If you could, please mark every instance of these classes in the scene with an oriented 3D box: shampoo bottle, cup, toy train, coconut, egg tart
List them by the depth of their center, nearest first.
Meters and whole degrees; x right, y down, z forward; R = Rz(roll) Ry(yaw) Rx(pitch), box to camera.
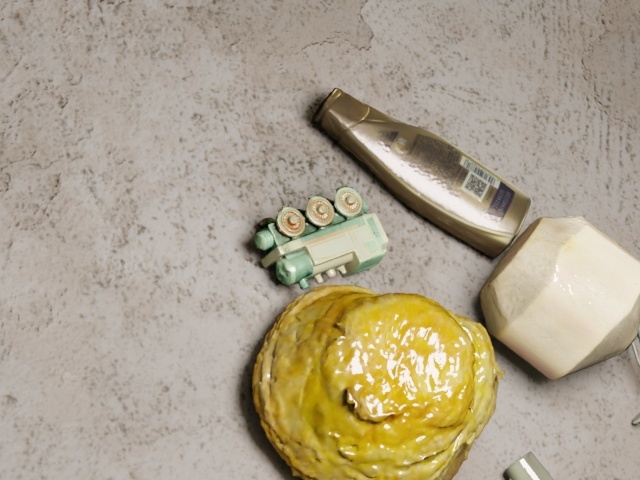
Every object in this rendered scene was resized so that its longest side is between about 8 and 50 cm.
[{"bbox_3d":[0.085,0.200,1.898,0.351,0.153,0.339,21,61,-13],"label":"egg tart"},{"bbox_3d":[0.294,0.349,1.984,0.083,0.075,0.054,54,20,12],"label":"cup"},{"bbox_3d":[0.000,0.000,2.001,0.194,0.081,0.125,-20,79,-33],"label":"toy train"},{"bbox_3d":[0.357,0.090,2.042,0.241,0.241,0.241,11,61,-20],"label":"coconut"},{"bbox_3d":[0.148,-0.111,2.121,0.350,0.084,0.125,32,55,-7],"label":"shampoo bottle"}]

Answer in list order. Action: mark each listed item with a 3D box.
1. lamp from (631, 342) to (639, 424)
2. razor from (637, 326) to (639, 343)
[{"bbox_3d":[0.469,0.179,2.144,0.056,0.050,0.198,-8,69,-29],"label":"lamp"},{"bbox_3d":[0.510,0.195,2.086,0.093,0.056,0.324,-34,110,-70],"label":"razor"}]
